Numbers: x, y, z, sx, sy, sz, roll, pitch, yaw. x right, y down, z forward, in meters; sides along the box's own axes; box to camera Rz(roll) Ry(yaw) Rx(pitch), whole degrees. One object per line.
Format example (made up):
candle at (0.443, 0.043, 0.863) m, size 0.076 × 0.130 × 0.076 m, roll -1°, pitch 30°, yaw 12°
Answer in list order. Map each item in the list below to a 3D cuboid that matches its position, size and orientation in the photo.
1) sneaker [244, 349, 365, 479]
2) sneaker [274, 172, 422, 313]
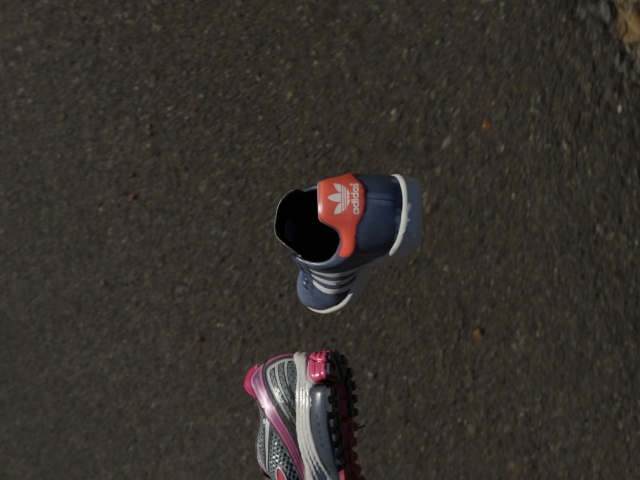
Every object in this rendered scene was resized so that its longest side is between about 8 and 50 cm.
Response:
sneaker at (-0.012, 0.273, 1.051) m, size 0.112 × 0.121 × 0.299 m, roll -6°, pitch 88°, yaw 20°
sneaker at (0.000, 0.000, 1.200) m, size 0.148 × 0.131 × 0.350 m, roll 6°, pitch 156°, yaw -18°
